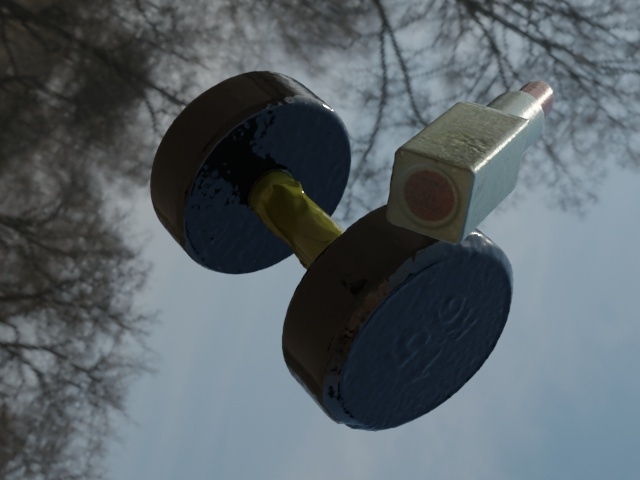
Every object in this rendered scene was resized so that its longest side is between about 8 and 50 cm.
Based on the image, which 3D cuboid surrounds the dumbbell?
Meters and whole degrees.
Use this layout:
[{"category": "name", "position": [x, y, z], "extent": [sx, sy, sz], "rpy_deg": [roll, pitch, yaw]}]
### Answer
[{"category": "dumbbell", "position": [0.000, 0.000, 0.970], "extent": [0.322, 0.204, 0.203], "rpy_deg": [44, -73, 39]}]

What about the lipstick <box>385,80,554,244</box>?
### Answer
[{"category": "lipstick", "position": [0.067, -0.039, 0.410], "extent": [0.129, 0.030, 0.030], "rpy_deg": [-38, 142, -52]}]
